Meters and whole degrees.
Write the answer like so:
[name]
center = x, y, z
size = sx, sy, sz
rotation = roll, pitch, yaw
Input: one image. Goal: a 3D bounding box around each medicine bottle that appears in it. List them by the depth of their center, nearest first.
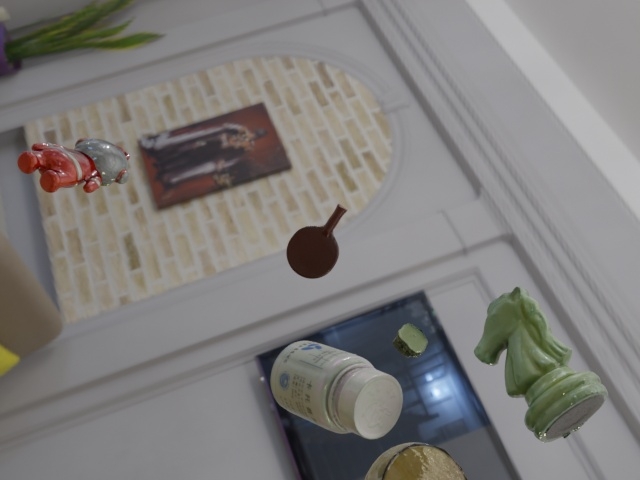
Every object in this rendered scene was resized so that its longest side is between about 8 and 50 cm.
[medicine bottle]
center = 0.032, 0.323, 1.578
size = 0.292, 0.170, 0.170
rotation = 8, -60, 52

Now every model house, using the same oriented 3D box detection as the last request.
[model house]
center = 0.216, 0.257, 1.792
size = 0.078, 0.066, 0.083
rotation = 42, -36, 14

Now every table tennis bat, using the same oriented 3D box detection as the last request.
[table tennis bat]
center = 0.000, 0.000, 1.374
size = 0.098, 0.155, 0.019
rotation = 34, 3, 0

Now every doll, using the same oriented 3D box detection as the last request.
[doll]
center = -0.422, -0.137, 1.302
size = 0.142, 0.076, 0.245
rotation = 38, 21, 10

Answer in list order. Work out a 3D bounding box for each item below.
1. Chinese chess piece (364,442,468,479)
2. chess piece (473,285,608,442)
[Chinese chess piece]
center = 0.216, 0.581, 1.621
size = 0.104, 0.257, 0.257
rotation = -48, -121, 54
[chess piece]
center = 0.428, 0.244, 1.492
size = 0.176, 0.175, 0.298
rotation = 82, -19, -52
